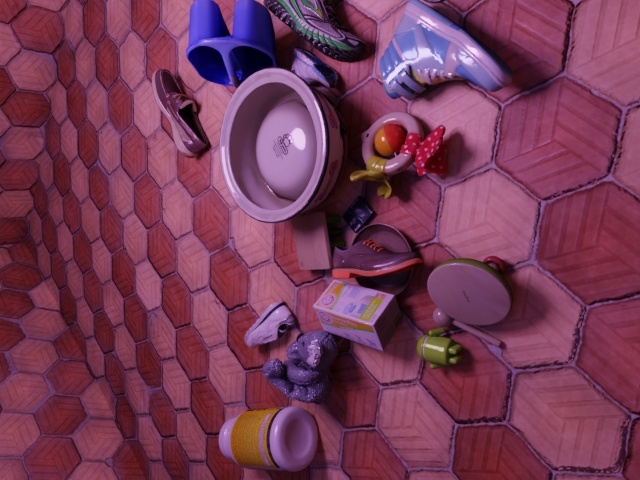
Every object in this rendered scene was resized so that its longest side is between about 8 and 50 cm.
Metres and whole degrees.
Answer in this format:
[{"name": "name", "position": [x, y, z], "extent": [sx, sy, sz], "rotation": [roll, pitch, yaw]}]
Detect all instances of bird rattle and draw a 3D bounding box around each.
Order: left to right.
[{"name": "bird rattle", "position": [0.182, -0.225, 1.110], "extent": [0.253, 0.143, 0.207], "rotation": [-32, 59, 36]}]

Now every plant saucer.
[{"name": "plant saucer", "position": [0.167, 0.051, 1.216], "extent": [0.198, 0.036, 0.199], "rotation": [7, 101, 40]}]

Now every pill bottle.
[{"name": "pill bottle", "position": [-0.183, 0.651, 1.502], "extent": [0.333, 0.187, 0.188], "rotation": [-21, 83, 40]}]

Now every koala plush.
[{"name": "koala plush", "position": [-0.018, 0.344, 1.330], "extent": [0.203, 0.196, 0.221], "rotation": [39, 120, 16]}]

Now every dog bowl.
[{"name": "dog bowl", "position": [-0.097, -0.255, 1.271], "extent": [0.407, 0.150, 0.409], "rotation": [6, 99, 39]}]

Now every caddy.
[{"name": "caddy", "position": [-0.244, -0.533, 1.300], "extent": [0.241, 0.341, 0.180], "rotation": [1, 90, 1]}]

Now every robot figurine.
[{"name": "robot figurine", "position": [0.289, 0.270, 1.123], "extent": [0.115, 0.067, 0.101], "rotation": [2, 103, 40]}]

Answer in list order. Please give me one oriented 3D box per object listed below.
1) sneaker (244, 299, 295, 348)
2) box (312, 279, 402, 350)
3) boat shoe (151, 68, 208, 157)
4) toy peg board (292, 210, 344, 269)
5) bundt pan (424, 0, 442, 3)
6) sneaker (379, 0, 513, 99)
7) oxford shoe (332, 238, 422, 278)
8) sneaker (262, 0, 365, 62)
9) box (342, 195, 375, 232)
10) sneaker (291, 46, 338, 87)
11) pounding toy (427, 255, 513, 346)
[{"name": "sneaker", "position": [-0.172, 0.302, 1.514], "extent": [0.095, 0.090, 0.235], "rotation": [47, 125, 14]}, {"name": "box", "position": [0.098, 0.196, 1.223], "extent": [0.203, 0.114, 0.103], "rotation": [11, 137, 40]}, {"name": "boat shoe", "position": [-0.500, -0.479, 1.660], "extent": [0.123, 0.123, 0.342], "rotation": [-23, 85, 32]}, {"name": "toy peg board", "position": [0.000, 0.000, 1.338], "extent": [0.160, 0.079, 0.162], "rotation": [-8, 91, 56]}, {"name": "bundt pan", "position": [0.250, -0.704, 0.978], "extent": [0.330, 0.124, 0.331], "rotation": [7, 100, 40]}, {"name": "sneaker", "position": [0.259, -0.373, 1.020], "extent": [0.208, 0.127, 0.319], "rotation": [-55, 53, 29]}, {"name": "oxford shoe", "position": [0.131, 0.042, 1.161], "extent": [0.271, 0.096, 0.099], "rotation": [-9, 85, 41]}, {"name": "sneaker", "position": [-0.006, -0.600, 1.206], "extent": [0.343, 0.134, 0.146], "rotation": [45, 108, 18]}, {"name": "box", "position": [0.105, -0.072, 1.261], "extent": [0.067, 0.018, 0.083], "rotation": [54, 126, 21]}, {"name": "sneaker", "position": [-0.021, -0.467, 1.287], "extent": [0.191, 0.071, 0.083], "rotation": [51, 131, 33]}, {"name": "pounding toy", "position": [0.350, 0.109, 1.044], "extent": [0.182, 0.110, 0.237], "rotation": [15, 135, 27]}]
